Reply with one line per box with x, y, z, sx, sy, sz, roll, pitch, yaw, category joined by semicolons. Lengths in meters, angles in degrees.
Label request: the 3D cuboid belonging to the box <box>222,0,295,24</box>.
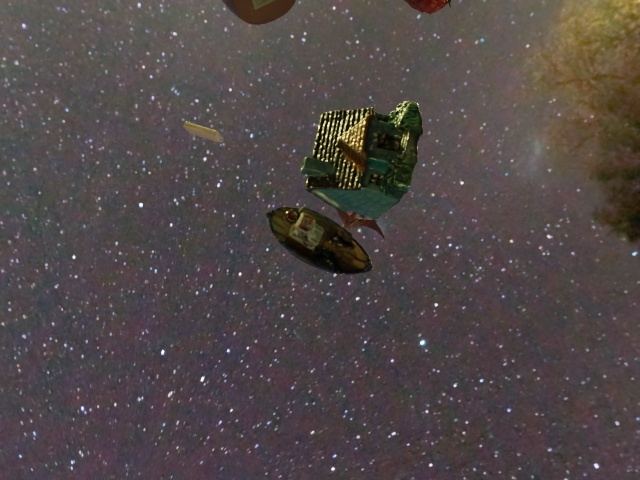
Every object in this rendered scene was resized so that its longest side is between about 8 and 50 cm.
-0.218;-0.897;1.436;0.301;0.301;0.216;-12;-122;-34;box

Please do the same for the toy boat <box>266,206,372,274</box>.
0.000;0.000;0.941;0.262;0.115;0.114;30;-104;-16;toy boat

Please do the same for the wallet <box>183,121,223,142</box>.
-0.383;-0.353;1.392;0.122;0.061;0.025;20;-99;15;wallet

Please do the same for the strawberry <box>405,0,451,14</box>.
0.222;-0.754;1.132;0.150;0.280;0.253;-37;-129;-23;strawberry

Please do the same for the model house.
0.088;-0.227;1.041;0.241;0.226;0.261;14;-112;-10;model house

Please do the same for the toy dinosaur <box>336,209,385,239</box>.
0.084;-0.064;1.161;0.220;0.108;0.032;34;-138;3;toy dinosaur
